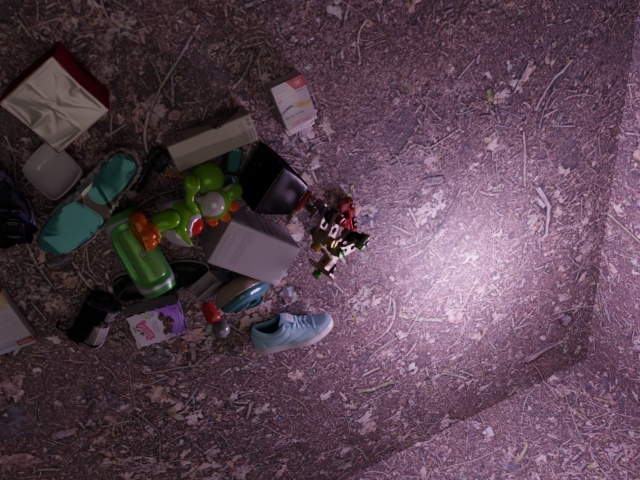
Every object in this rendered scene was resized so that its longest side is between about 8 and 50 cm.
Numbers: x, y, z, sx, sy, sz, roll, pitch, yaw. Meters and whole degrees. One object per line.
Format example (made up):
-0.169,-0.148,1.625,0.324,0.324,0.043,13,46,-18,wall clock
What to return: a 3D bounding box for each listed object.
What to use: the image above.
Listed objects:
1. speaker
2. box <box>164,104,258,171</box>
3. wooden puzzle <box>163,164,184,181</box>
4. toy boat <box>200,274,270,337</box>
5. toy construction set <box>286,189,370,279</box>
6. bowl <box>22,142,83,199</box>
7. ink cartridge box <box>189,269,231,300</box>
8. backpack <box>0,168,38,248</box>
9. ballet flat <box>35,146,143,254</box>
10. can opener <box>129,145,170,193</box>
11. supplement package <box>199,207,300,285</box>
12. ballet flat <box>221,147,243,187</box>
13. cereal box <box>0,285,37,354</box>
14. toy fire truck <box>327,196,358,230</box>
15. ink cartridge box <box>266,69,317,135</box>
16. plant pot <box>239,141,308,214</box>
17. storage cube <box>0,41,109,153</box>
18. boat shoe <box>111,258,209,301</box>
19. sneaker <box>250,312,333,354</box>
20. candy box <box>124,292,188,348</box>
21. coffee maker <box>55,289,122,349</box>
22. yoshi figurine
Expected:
-0.597,0.041,1.609,0.131,0.131,0.297,-26,105,-6,speaker
-0.347,-0.327,1.548,0.275,0.113,0.094,-25,126,-9,box
-0.490,-0.225,1.614,0.083,0.006,0.049,11,115,-28,wooden puzzle
-0.319,0.243,1.859,0.318,0.148,0.267,-37,173,24,toy boat
0.000,0.000,1.783,0.237,0.309,0.257,-50,168,-1,toy construction set
-0.786,-0.207,1.446,0.142,0.053,0.142,-44,95,6,bowl
-0.409,0.162,1.790,0.104,0.180,0.060,-41,83,5,ink cartridge box
-0.948,-0.071,1.373,0.276,0.213,0.263,-13,163,-11,backpack
-0.696,-0.122,1.506,0.409,0.147,0.147,-45,127,2,ballet flat
-0.554,-0.224,1.558,0.186,0.073,0.059,-43,135,17,can opener
-0.255,0.013,1.757,0.293,0.175,0.177,24,107,-33,supplement package
-0.305,-0.235,1.649,0.074,0.074,0.203,6,118,-26,ballet flat
-1.101,0.281,1.643,0.173,0.047,0.240,-19,126,-11,cereal box
0.078,-0.071,1.929,0.135,0.047,0.192,-18,125,-10,toy fire truck
-0.087,-0.443,1.612,0.115,0.067,0.198,-28,127,-5,ink cartridge box
-0.158,-0.196,1.678,0.167,0.187,0.188,19,111,-45,plant pot
-0.705,-0.383,1.308,0.215,0.193,0.184,-39,127,2,storage cube
-0.567,0.154,1.751,0.340,0.113,0.127,-4,121,-21,boat shoe
-0.120,0.369,2.065,0.366,0.135,0.150,-18,128,-13,sneaker
-0.620,0.305,1.849,0.196,0.070,0.165,-16,125,-14,candy box
-0.814,0.273,1.716,0.171,0.120,0.178,22,109,-32,coffee maker
-0.429,-0.128,1.537,0.362,0.203,0.203,-31,137,-24,yoshi figurine
